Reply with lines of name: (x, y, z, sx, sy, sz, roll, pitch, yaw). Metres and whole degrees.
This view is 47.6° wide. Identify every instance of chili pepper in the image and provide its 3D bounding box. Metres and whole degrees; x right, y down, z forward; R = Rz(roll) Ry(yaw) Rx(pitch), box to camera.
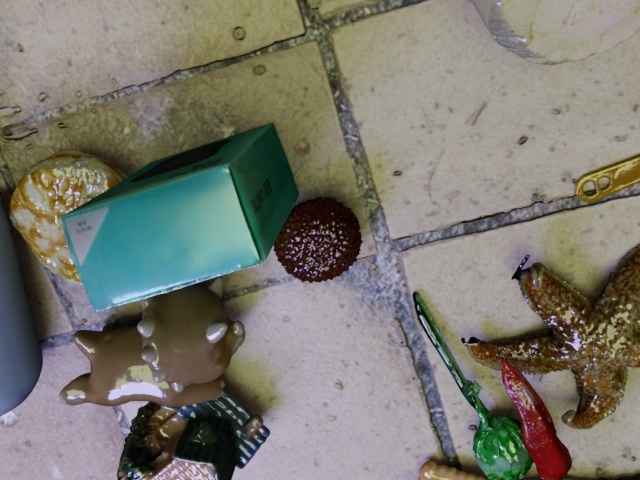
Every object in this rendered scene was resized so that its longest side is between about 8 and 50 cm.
chili pepper: (0.317, 0.275, 1.035, 0.059, 0.050, 0.268, -32, 112, -13)

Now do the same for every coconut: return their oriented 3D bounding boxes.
coconut: (0.258, -0.341, 0.795, 0.239, 0.244, 0.239, -6, 146, -4)

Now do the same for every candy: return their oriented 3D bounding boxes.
candy: (0.217, 0.217, 1.079, 0.097, 0.097, 0.323, -30, 96, 14)

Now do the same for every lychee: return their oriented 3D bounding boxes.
lychee: (-0.002, -0.003, 0.993, 0.123, 0.129, 0.123, 3, 75, -10)

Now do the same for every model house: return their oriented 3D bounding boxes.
model house: (-0.181, 0.302, 1.084, 0.172, 0.183, 0.166, -38, 103, 19)

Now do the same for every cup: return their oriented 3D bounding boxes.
cup: (-0.525, 0.096, 1.033, 0.206, 0.205, 0.312, -4, 110, 7)

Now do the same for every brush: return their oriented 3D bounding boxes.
brush: (0.473, -0.114, 0.965, 0.272, 0.013, 0.103, -23, 106, 13)

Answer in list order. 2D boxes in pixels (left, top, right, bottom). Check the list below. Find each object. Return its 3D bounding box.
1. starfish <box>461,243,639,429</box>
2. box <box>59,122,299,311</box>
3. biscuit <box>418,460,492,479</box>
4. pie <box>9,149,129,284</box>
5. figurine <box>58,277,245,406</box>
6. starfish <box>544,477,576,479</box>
starfish: (0.378, 0.123, 1.010, 0.303, 0.113, 0.312, 42, 111, -10)
box: (-0.152, -0.044, 0.889, 0.205, 0.311, 0.118, -18, 105, 12)
biscuit: (0.267, 0.445, 1.141, 0.250, 0.030, 0.160, 14, 116, 15)
pie: (-0.341, -0.035, 1.024, 0.179, 0.084, 0.205, 42, 124, -13)
figurine: (-0.237, 0.137, 1.034, 0.247, 0.177, 0.173, 6, 129, 11)
starfish: (0.506, 0.416, 1.115, 0.324, 0.082, 0.432, -26, 100, 22)
